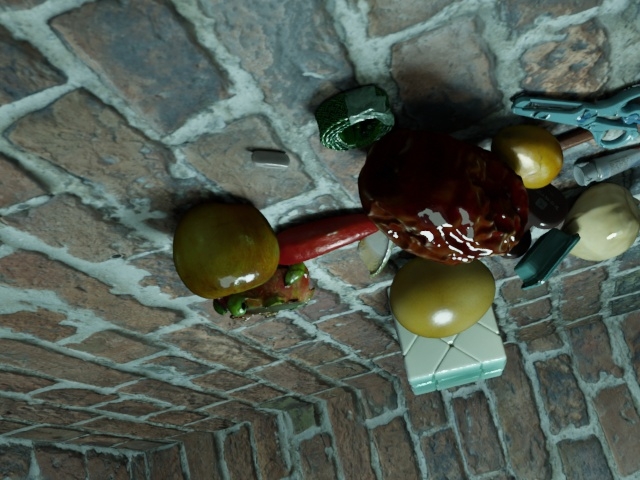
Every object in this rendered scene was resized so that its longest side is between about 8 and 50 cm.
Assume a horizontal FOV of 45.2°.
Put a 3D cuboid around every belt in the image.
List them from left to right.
[{"bbox_3d":[0.067,-0.217,1.421,0.151,0.079,0.121,-25,155,24],"label":"belt"}]

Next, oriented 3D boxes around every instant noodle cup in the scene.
[{"bbox_3d":[0.582,0.043,2.016,0.179,0.070,0.157,-49,176,-11],"label":"instant noodle cup"}]

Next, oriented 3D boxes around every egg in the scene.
[{"bbox_3d":[0.356,0.153,2.229,0.323,0.250,0.250,-11,158,-17],"label":"egg"}]

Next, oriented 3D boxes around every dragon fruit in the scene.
[{"bbox_3d":[-0.144,0.132,2.009,0.268,0.130,0.295,-13,171,26],"label":"dragon fruit"}]

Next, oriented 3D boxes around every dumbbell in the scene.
[{"bbox_3d":[0.523,-0.053,1.983,0.124,0.140,0.225,-46,173,-30],"label":"dumbbell"}]

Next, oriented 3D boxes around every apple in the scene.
[{"bbox_3d":[-0.211,0.016,1.697,0.237,0.207,0.237,-15,177,-1],"label":"apple"}]

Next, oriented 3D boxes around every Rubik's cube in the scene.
[{"bbox_3d":[0.413,0.304,2.530,0.322,0.318,0.316,-15,158,6],"label":"Rubik's cube"}]

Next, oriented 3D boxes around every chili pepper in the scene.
[{"bbox_3d":[0.004,-0.002,1.890,0.369,0.091,0.137,-12,173,7],"label":"chili pepper"}]

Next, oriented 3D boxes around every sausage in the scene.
[{"bbox_3d":[0.568,-0.228,1.736,0.147,0.035,0.030,-19,-171,15],"label":"sausage"}]

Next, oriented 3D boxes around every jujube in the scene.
[{"bbox_3d":[0.253,-0.088,1.573,0.276,0.276,0.377,-28,142,31],"label":"jujube"}]

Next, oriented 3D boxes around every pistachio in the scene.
[{"bbox_3d":[0.746,-0.041,2.065,0.214,0.193,0.318,-7,159,-7],"label":"pistachio"}]

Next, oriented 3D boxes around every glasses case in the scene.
[{"bbox_3d":[-0.098,-0.160,1.523,0.083,0.032,0.021,1,152,-33],"label":"glasses case"}]

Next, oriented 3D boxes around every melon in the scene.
[{"bbox_3d":[0.141,0.032,2.020,0.093,0.139,0.202,10,159,3],"label":"melon"}]

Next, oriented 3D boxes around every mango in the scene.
[{"bbox_3d":[0.442,-0.185,1.661,0.145,0.112,0.219,-16,156,31],"label":"mango"}]

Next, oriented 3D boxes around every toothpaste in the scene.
[{"bbox_3d":[0.742,-0.194,1.894,0.234,0.057,0.089,-18,160,-6],"label":"toothpaste"}]

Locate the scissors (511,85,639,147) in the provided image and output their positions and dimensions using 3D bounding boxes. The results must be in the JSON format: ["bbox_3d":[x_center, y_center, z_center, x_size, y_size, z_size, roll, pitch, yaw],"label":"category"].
[{"bbox_3d":[0.562,-0.267,1.610,0.393,0.032,0.180,2,141,-26],"label":"scissors"}]
